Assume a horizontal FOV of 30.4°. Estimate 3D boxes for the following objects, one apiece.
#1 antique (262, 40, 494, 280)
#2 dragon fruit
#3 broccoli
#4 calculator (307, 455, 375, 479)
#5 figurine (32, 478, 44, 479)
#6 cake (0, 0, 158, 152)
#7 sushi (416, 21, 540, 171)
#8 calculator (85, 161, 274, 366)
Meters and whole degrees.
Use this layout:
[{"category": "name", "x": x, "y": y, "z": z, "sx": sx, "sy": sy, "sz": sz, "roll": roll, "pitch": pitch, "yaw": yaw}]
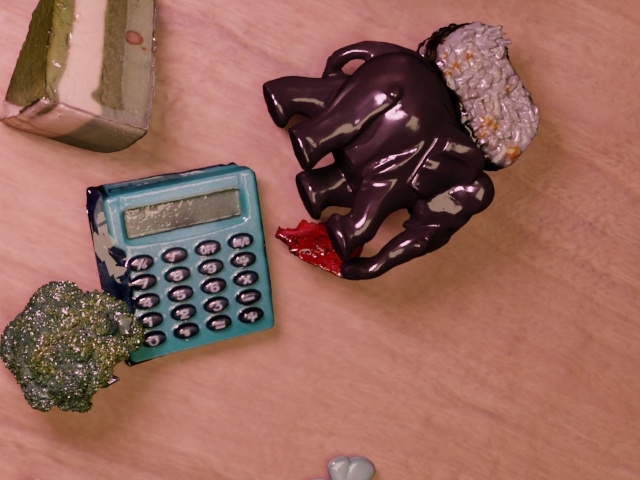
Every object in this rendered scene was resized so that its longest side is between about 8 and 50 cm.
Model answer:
[{"category": "antique", "x": 0.091, "y": -0.123, "z": 1.667, "sx": 0.255, "sy": 0.185, "sz": 0.322, "roll": -21, "pitch": 96, "yaw": -12}, {"category": "dragon fruit", "x": 0.002, "y": -0.003, "z": 1.740, "sx": 0.131, "sy": 0.097, "sz": 0.063, "roll": 26, "pitch": 104, "yaw": -2}, {"category": "broccoli", "x": -0.337, "y": 0.143, "z": 1.594, "sx": 0.156, "sy": 0.195, "sz": 0.195, "roll": 16, "pitch": 95, "yaw": -59}, {"category": "calculator", "x": 0.006, "y": 0.477, "z": 1.856, "sx": 0.184, "sy": 0.042, "sz": 0.295, "roll": 19, "pitch": 94, "yaw": -24}, {"category": "figurine", "x": -0.497, "y": 0.448, "z": 1.611, "sx": 0.324, "sy": 0.124, "sz": 0.222, "roll": -46, "pitch": 110, "yaw": -11}, {"category": "cake", "x": -0.322, "y": -0.254, "z": 1.570, "sx": 0.158, "sy": 0.172, "sz": 0.283, "roll": 16, "pitch": 62, "yaw": -30}, {"category": "sushi", "x": 0.231, "y": -0.213, "z": 1.760, "sx": 0.136, "sy": 0.126, "sz": 0.225, "roll": -28, "pitch": 108, "yaw": -14}, {"category": "calculator", "x": -0.194, "y": 0.036, "z": 1.677, "sx": 0.248, "sy": 0.058, "sz": 0.274, "roll": -12, "pitch": 106, "yaw": -18}]
